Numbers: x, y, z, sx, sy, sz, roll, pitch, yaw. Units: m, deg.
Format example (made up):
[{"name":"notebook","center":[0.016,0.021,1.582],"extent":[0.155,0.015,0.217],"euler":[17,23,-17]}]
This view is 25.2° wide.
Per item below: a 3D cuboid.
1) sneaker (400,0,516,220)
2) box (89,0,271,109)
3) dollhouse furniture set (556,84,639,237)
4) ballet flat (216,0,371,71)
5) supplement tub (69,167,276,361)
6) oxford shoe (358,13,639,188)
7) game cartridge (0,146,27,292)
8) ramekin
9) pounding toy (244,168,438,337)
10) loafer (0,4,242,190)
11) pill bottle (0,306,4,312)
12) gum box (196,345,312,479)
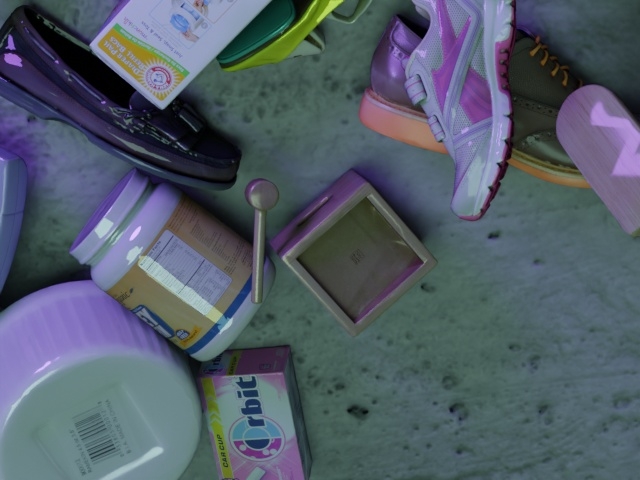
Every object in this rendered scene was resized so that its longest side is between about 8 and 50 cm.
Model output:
[{"name":"sneaker","center":[0.134,-0.145,1.410],"extent":[0.111,0.103,0.252],"euler":[1,85,9]},{"name":"box","center":[-0.128,-0.252,1.480],"extent":[0.103,0.114,0.203],"euler":[41,116,-16]},{"name":"dollhouse furniture set","center":[0.439,-0.203,1.333],"extent":[0.362,0.256,0.394],"euler":[6,133,-44]},{"name":"ballet flat","center":[-0.007,-0.240,1.500],"extent":[0.077,0.077,0.231],"euler":[36,116,-30]},{"name":"supplement tub","center":[-0.166,0.026,1.616],"extent":[0.200,0.144,0.144],"euler":[38,116,-12]},{"name":"oxford shoe","center":[0.228,-0.144,1.489],"extent":[0.364,0.130,0.132],"euler":[12,112,0]},{"name":"game cartridge","center":[-0.449,0.007,1.635],"extent":[0.196,0.060,0.294],"euler":[29,106,16]},{"name":"ramekin","center":[-0.270,0.197,1.665],"extent":[0.277,0.135,0.277],"euler":[-11,120,-18]},{"name":"pounding toy","center":[-0.011,0.002,1.588],"extent":[0.181,0.094,0.206],"euler":[-42,107,0]},{"name":"loafer","center":[-0.218,-0.153,1.554],"extent":[0.303,0.109,0.095],"euler":[25,114,-3]},{"name":"pill bottle","center":[-0.454,0.160,1.746],"extent":[0.180,0.108,0.108],"euler":[-32,109,22]},{"name":"gum box","center":[-0.078,0.227,1.757],"extent":[0.107,0.062,0.188],"euler":[-5,117,10]}]
